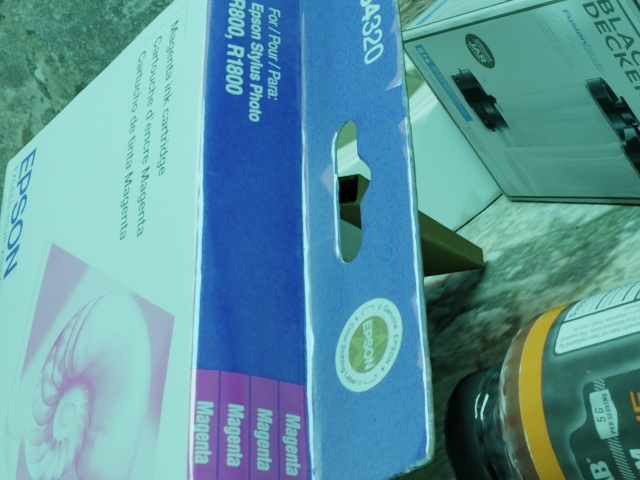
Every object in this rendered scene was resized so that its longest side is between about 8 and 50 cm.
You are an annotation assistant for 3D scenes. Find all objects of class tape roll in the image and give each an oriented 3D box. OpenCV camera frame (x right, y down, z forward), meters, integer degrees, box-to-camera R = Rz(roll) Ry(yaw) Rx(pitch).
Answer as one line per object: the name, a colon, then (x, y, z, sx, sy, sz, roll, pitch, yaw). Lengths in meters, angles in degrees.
tape roll: (0.066, -0.079, 1.099, 0.286, 0.100, 0.286, -34, 16, 11)

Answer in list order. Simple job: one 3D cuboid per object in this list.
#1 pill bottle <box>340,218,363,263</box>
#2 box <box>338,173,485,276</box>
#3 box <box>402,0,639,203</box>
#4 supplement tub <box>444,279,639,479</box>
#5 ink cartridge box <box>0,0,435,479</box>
pill bottle: (-0.027, 0.078, 0.700, 0.103, 0.103, 0.184, -11, 57, 58)
box: (0.000, 0.000, 0.830, 0.165, 0.201, 0.021, -7, 73, 28)
box: (0.182, -0.114, 0.814, 0.087, 0.169, 0.290, -41, 16, -15)
supplement tub: (0.146, 0.065, 0.483, 0.198, 0.106, 0.106, -24, 19, 42)
ink cartridge box: (-0.085, 0.018, 0.655, 0.330, 0.071, 0.324, -36, 43, 39)
